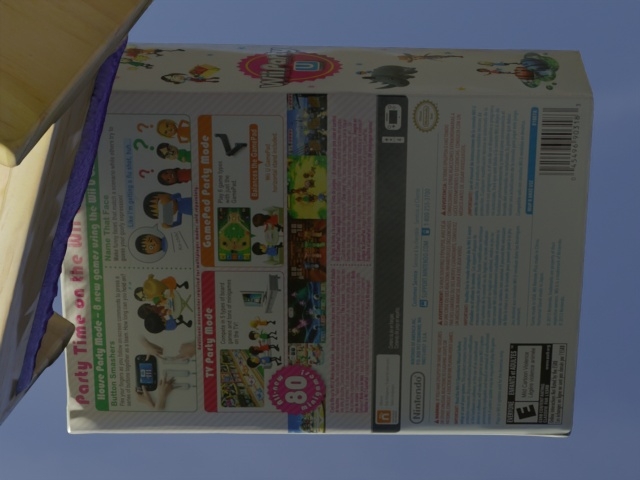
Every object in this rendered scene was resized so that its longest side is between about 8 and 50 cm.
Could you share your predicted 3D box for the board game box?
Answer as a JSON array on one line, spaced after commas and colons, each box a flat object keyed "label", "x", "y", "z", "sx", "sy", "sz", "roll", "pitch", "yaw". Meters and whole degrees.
[{"label": "board game box", "x": 0.000, "y": 0.000, "z": 1.175, "sx": 0.303, "sy": 0.224, "sz": 0.097, "roll": 1, "pitch": -156, "yaw": 0}]

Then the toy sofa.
[{"label": "toy sofa", "x": -0.162, "y": -0.050, "z": 0.876, "sx": 0.150, "sy": 0.362, "sz": 0.177, "roll": 33, "pitch": -121, "yaw": 4}]
